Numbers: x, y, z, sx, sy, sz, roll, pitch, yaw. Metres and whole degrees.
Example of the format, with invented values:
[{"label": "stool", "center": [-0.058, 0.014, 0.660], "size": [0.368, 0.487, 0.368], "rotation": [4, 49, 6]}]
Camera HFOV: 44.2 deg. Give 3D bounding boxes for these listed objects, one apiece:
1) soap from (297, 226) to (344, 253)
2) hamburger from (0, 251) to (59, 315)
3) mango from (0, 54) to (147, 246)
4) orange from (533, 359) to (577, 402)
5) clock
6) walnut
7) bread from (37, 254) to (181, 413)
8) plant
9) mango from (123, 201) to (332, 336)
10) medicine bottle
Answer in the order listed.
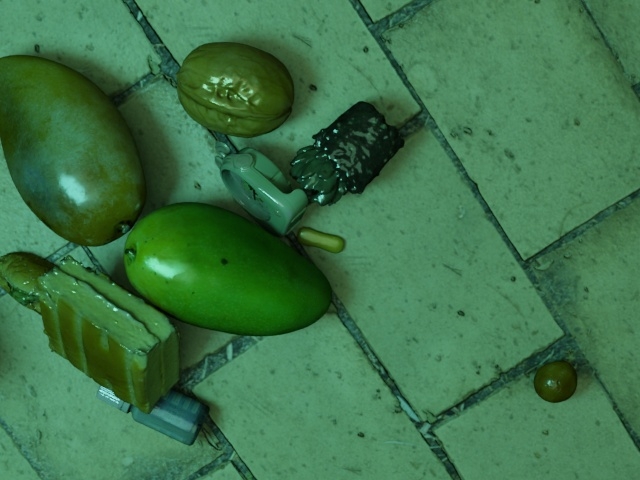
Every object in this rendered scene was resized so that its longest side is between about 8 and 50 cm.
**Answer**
[{"label": "soap", "center": [0.000, 0.000, 1.454], "size": [0.089, 0.012, 0.034], "rotation": [17, 99, -2]}, {"label": "hamburger", "center": [-0.518, 0.079, 1.432], "size": [0.176, 0.102, 0.087], "rotation": [35, 85, -4]}, {"label": "mango", "center": [-0.437, -0.160, 1.342], "size": [0.221, 0.199, 0.384], "rotation": [-44, 80, 28]}, {"label": "orange", "center": [0.436, 0.260, 1.456], "size": [0.085, 0.085, 0.085], "rotation": [0, 99, 1]}, {"label": "clock", "center": [-0.111, -0.097, 1.378], "size": [0.191, 0.151, 0.062], "rotation": [44, 71, 4]}, {"label": "walnut", "center": [-0.147, -0.257, 1.349], "size": [0.207, 0.159, 0.159], "rotation": [15, 99, -7]}, {"label": "bread", "center": [-0.364, 0.162, 1.357], "size": [0.239, 0.246, 0.111], "rotation": [31, 56, 9]}, {"label": "plant", "center": [0.043, -0.144, 1.374], "size": [0.194, 0.132, 0.129], "rotation": [-41, 93, 3]}, {"label": "mango", "center": [-0.154, 0.056, 1.369], "size": [0.382, 0.225, 0.201], "rotation": [16, 103, -21]}, {"label": "medicine bottle", "center": [-0.313, 0.306, 1.470], "size": [0.203, 0.083, 0.083], "rotation": [26, 98, -4]}]
